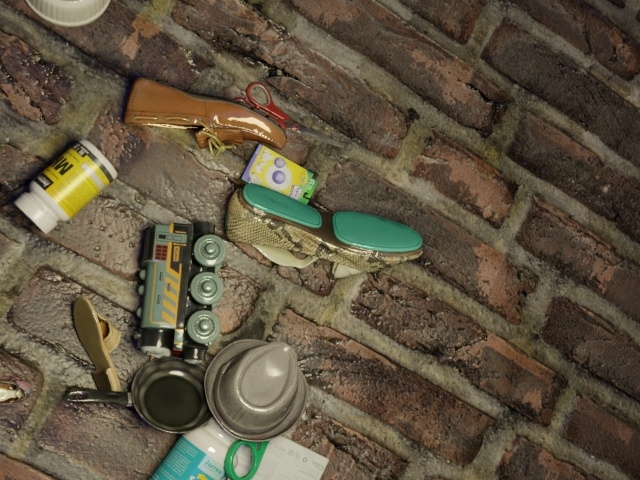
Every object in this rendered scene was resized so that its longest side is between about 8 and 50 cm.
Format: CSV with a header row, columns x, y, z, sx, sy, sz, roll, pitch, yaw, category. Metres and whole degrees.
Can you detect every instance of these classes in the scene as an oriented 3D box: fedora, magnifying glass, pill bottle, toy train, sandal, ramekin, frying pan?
x,y,z,sx,sy,sz,roll,pitch,yaw,category
-0.130,0.318,1.798,0.244,0.124,0.275,41,48,6,fedora
-0.141,0.466,1.815,0.231,0.026,0.092,-37,114,-47,magnifying glass
-0.286,0.522,1.785,0.146,0.146,0.264,38,76,-11,pill bottle
-0.320,0.112,1.804,0.190,0.142,0.333,6,75,-12,toy train
-0.488,0.231,1.795,0.079,0.088,0.239,-23,101,-49,sandal
-0.568,-0.118,1.759,0.119,0.119,0.208,47,74,-9,pill bottle
-0.578,-0.602,1.800,0.207,0.109,0.207,1,86,-17,ramekin
-0.378,0.369,1.748,0.326,0.053,0.197,-20,60,-37,frying pan

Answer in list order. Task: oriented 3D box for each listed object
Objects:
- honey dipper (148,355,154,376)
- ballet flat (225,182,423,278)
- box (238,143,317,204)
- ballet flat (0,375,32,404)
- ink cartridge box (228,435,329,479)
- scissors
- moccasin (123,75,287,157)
x,y,z,sx,sy,sz,roll,pitch,yaw,category
-0.390,0.265,1.836,0.031,0.030,0.160,16,85,-16,honey dipper
0.000,0.000,1.917,0.483,0.164,0.182,14,125,-12,ballet flat
-0.100,-0.150,1.953,0.179,0.043,0.105,28,78,-15,box
-0.736,0.327,1.692,0.222,0.079,0.076,-1,87,-17,ballet flat
-0.124,0.575,1.885,0.223,0.045,0.223,31,78,-13,ink cartridge box
-0.084,-0.283,1.982,0.297,0.021,0.109,35,75,-13,scissors
-0.268,-0.269,1.855,0.380,0.139,0.146,14,87,-14,moccasin
